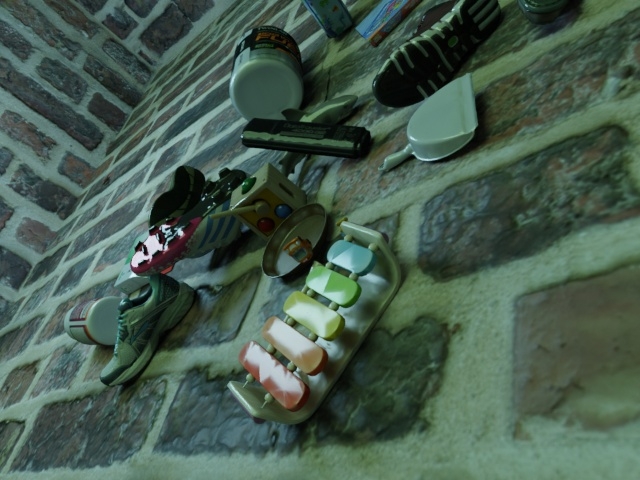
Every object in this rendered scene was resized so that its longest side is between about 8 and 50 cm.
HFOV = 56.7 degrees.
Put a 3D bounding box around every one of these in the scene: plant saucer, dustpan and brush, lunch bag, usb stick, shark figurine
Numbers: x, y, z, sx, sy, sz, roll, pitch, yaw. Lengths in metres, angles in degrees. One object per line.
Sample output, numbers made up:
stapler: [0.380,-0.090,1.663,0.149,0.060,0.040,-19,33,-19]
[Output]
plant saucer: [-0.043,0.005,1.110,0.168,0.029,0.168,-35,31,26]
dustpan and brush: [0.174,-0.174,0.996,0.211,0.060,0.147,-22,44,31]
lunch bag: [-0.004,-0.675,1.643,0.090,0.219,0.176,-35,33,15]
usb stick: [-0.035,-0.210,1.208,0.278,0.045,0.077,10,55,25]
shark figurine: [-0.054,-0.228,1.312,0.278,0.116,0.166,-54,27,-9]

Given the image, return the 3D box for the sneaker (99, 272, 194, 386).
sneaker: [-0.413,0.189,1.322,0.283,0.122,0.110,-54,28,-6]

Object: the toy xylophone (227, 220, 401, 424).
toy xylophone: [-0.017,0.120,0.886,0.236,0.081,0.322,7,62,58]

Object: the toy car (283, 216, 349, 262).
toy car: [0.000,0.000,1.000,0.122,0.060,0.040,-31,70,0]

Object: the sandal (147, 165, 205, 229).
sandal: [-0.396,-0.099,1.664,0.086,0.120,0.302,-52,16,34]

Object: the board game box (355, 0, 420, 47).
board game box: [0.210,-0.599,1.452,0.281,0.027,0.145,-42,28,15]

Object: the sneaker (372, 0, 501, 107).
sneaker: [0.199,-0.362,1.136,0.281,0.106,0.162,-39,24,0]

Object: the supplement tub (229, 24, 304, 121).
supplement tub: [-0.145,-0.464,1.626,0.194,0.194,0.316,-38,32,22]

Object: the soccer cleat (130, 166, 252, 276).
soccer cleat: [-0.258,-0.013,1.305,0.331,0.143,0.116,-40,40,0]

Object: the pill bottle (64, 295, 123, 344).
pill bottle: [-0.575,0.209,1.529,0.221,0.121,0.121,-11,48,49]

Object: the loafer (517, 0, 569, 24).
loafer: [0.377,-0.439,1.001,0.096,0.084,0.267,0,54,17]

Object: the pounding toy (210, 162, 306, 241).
pounding toy: [-0.123,-0.070,1.193,0.130,0.141,0.100,-36,32,25]

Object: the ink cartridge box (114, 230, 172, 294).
ink cartridge box: [-0.467,0.037,1.650,0.225,0.056,0.181,-27,37,39]

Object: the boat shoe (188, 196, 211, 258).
boat shoe: [-0.263,-0.057,1.445,0.084,0.095,0.258,-8,39,56]
